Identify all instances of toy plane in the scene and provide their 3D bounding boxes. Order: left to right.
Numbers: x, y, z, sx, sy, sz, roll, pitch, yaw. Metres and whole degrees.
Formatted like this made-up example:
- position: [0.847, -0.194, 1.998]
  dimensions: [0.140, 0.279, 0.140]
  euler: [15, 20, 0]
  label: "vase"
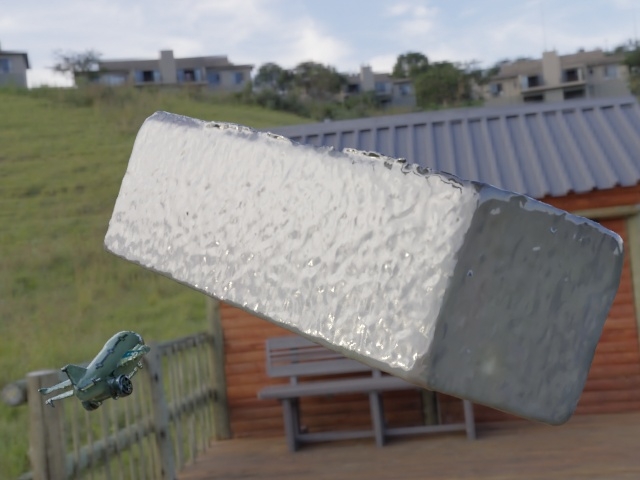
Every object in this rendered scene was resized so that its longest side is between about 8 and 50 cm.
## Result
- position: [-0.126, 0.077, 0.516]
  dimensions: [0.080, 0.033, 0.083]
  euler: [-25, 5, 22]
  label: "toy plane"

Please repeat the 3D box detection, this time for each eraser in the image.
- position: [0.001, 0.000, 0.534]
  dimensions: [0.352, 0.111, 0.077]
  euler: [18, 0, 43]
  label: "eraser"
